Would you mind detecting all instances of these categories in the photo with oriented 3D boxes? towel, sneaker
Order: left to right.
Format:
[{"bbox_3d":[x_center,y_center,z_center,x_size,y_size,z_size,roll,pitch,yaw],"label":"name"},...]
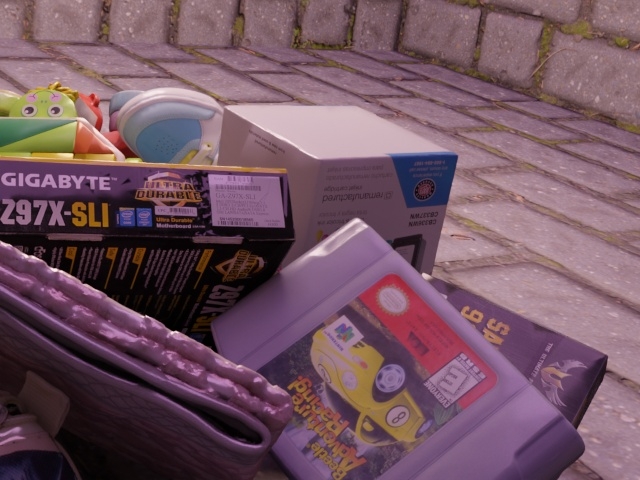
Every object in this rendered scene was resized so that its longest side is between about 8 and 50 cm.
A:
[{"bbox_3d":[-0.189,0.096,0.751,0.332,0.053,0.317,28,-23,1],"label":"towel"},{"bbox_3d":[-0.126,-0.073,1.354,0.319,0.127,0.208,27,26,-48],"label":"sneaker"}]

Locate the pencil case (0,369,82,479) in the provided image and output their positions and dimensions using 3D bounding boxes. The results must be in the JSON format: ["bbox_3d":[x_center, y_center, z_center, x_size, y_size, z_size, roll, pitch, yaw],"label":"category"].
[{"bbox_3d":[-0.335,0.205,0.575,0.160,0.183,0.410,23,25,36],"label":"pencil case"}]

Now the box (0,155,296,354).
[{"bbox_3d":[-0.192,0.037,0.949,0.257,0.322,0.079,-1,63,-20],"label":"box"}]

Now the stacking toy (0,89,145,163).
[{"bbox_3d":[-0.358,-0.198,1.496,0.309,0.130,0.279,1,-19,31],"label":"stacking toy"}]

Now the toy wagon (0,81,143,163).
[{"bbox_3d":[-0.346,-0.059,1.184,0.267,0.068,0.344,1,61,-2],"label":"toy wagon"}]

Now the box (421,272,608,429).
[{"bbox_3d":[0.113,0.161,0.857,0.183,0.056,0.231,25,65,24],"label":"box"}]

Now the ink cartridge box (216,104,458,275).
[{"bbox_3d":[0.000,0.000,1.154,0.198,0.270,0.197,-6,26,-36],"label":"ink cartridge box"}]

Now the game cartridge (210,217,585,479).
[{"bbox_3d":[0.044,0.126,0.828,0.196,0.060,0.294,-38,57,-10],"label":"game cartridge"}]
